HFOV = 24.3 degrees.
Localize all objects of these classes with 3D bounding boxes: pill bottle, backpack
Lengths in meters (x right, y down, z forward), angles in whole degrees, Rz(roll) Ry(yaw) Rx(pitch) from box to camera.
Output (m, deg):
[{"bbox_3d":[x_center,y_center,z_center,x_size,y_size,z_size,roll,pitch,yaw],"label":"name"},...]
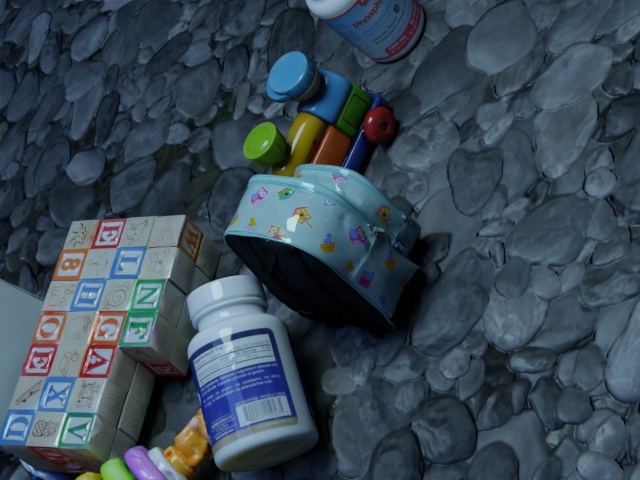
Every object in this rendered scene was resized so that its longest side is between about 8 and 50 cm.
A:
[{"bbox_3d":[0.039,-0.276,1.691,0.087,0.160,0.087,-23,52,33],"label":"pill bottle"},{"bbox_3d":[-0.078,0.138,1.553,0.112,0.112,0.187,-29,65,29],"label":"pill bottle"},{"bbox_3d":[0.000,0.000,1.539,0.166,0.188,0.144,10,73,48],"label":"backpack"}]

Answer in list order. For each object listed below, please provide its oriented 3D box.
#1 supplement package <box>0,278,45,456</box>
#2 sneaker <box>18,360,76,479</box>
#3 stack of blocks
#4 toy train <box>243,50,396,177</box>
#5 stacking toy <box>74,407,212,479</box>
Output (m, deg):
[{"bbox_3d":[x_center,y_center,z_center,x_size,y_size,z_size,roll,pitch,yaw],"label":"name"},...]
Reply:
[{"bbox_3d":[-0.486,0.141,1.868,0.145,0.262,0.204,-17,55,38],"label":"supplement package"},{"bbox_3d":[-0.320,0.209,1.804,0.081,0.080,0.211,-36,47,28],"label":"sneaker"},{"bbox_3d":[-0.242,0.121,1.733,0.171,0.087,0.297,-2,59,29],"label":"stack of blocks"},{"bbox_3d":[-0.031,-0.077,1.650,0.105,0.143,0.248,16,78,48],"label":"toy train"},{"bbox_3d":[-0.197,0.283,1.606,0.302,0.166,0.175,-45,27,-3],"label":"stacking toy"}]
